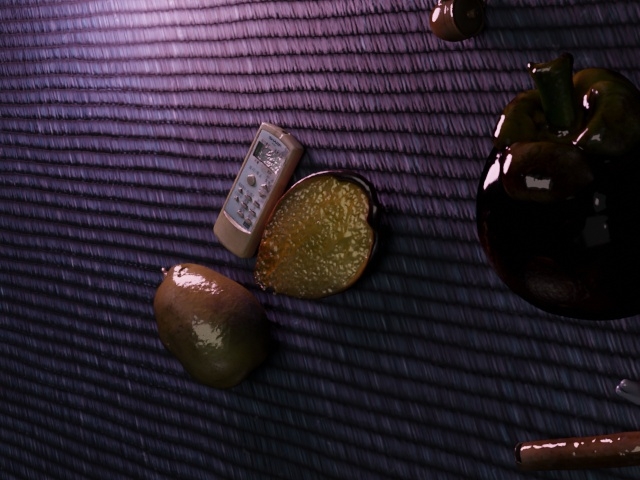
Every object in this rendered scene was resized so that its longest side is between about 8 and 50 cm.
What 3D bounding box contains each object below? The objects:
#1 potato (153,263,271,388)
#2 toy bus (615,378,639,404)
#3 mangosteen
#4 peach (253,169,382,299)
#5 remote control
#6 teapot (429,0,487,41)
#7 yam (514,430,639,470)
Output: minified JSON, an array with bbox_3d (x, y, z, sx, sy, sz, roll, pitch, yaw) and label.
[{"bbox_3d":[-0.195,0.136,1.721,0.174,0.159,0.251,-46,71,-1],"label":"potato"},{"bbox_3d":[0.487,0.151,1.085,0.294,0.197,0.232,25,133,-4],"label":"toy bus"},{"bbox_3d":[0.320,-0.046,1.189,0.297,0.313,0.297,-2,86,28],"label":"mangosteen"},{"bbox_3d":[0.003,-0.001,1.614,0.279,0.068,0.189,-32,77,33],"label":"peach"},{"bbox_3d":[-0.109,-0.084,1.729,0.098,0.038,0.233,40,112,33],"label":"remote control"},{"bbox_3d":[0.191,-0.345,1.451,0.080,0.110,0.085,-4,42,53],"label":"teapot"},{"bbox_3d":[0.375,0.274,1.307,0.264,0.046,0.046,-14,80,39],"label":"yam"}]
